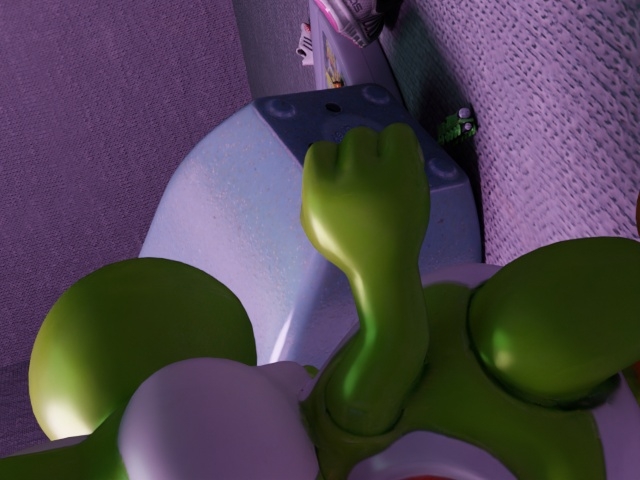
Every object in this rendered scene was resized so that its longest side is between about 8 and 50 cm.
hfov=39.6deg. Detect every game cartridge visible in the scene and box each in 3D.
[{"bbox_3d":[0.046,-0.155,1.046,0.196,0.060,0.294,91,164,-53],"label":"game cartridge"}]

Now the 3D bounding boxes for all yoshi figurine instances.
[{"bbox_3d":[0.012,0.052,0.420,0.203,0.362,0.203,-141,36,-80],"label":"yoshi figurine"}]

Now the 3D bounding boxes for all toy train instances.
[{"bbox_3d":[0.114,-0.095,0.753,0.083,0.017,0.023,152,114,-83],"label":"toy train"}]

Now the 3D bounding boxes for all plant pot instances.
[{"bbox_3d":[0.000,0.000,0.821,0.248,0.247,0.252,53,141,32],"label":"plant pot"}]

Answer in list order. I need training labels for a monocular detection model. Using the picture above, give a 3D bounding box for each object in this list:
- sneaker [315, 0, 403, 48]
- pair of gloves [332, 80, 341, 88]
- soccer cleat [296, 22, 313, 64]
[{"bbox_3d":[0.047,-0.232,0.851,0.063,0.075,0.170,58,-164,2],"label":"sneaker"},{"bbox_3d":[0.029,-0.135,0.970,0.083,0.010,0.074,-125,22,-69],"label":"pair of gloves"},{"bbox_3d":[-0.022,-0.301,1.361,0.029,0.036,0.083,87,167,-61],"label":"soccer cleat"}]
